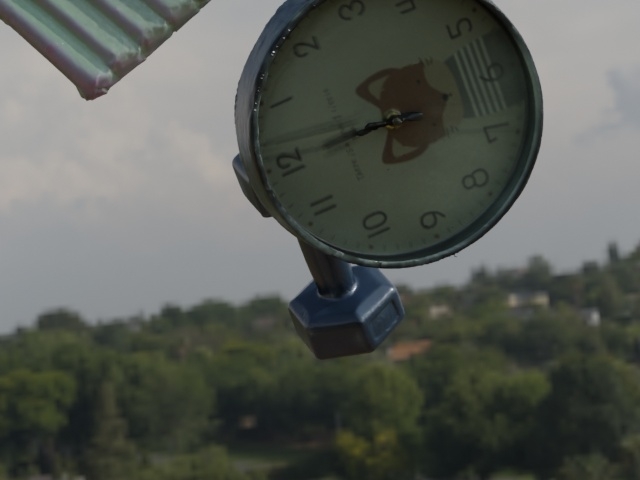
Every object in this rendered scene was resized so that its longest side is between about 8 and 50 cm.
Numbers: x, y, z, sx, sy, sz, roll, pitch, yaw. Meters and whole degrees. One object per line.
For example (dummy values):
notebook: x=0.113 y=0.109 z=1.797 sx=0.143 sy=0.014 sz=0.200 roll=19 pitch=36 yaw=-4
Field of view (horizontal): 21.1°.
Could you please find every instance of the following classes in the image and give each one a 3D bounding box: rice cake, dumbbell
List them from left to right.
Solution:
rice cake: x=-0.223 y=-0.249 z=1.615 sx=0.189 sy=0.198 sz=0.037 roll=-43 pitch=-4 yaw=-2
dumbbell: x=0.000 y=0.000 z=2.287 sx=0.144 sy=0.325 sz=0.160 roll=-24 pitch=31 yaw=-9

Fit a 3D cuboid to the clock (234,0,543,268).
clock: x=0.075 y=-0.128 z=1.780 sx=0.325 sy=0.325 sz=0.067 roll=-5 pitch=15 yaw=-12
